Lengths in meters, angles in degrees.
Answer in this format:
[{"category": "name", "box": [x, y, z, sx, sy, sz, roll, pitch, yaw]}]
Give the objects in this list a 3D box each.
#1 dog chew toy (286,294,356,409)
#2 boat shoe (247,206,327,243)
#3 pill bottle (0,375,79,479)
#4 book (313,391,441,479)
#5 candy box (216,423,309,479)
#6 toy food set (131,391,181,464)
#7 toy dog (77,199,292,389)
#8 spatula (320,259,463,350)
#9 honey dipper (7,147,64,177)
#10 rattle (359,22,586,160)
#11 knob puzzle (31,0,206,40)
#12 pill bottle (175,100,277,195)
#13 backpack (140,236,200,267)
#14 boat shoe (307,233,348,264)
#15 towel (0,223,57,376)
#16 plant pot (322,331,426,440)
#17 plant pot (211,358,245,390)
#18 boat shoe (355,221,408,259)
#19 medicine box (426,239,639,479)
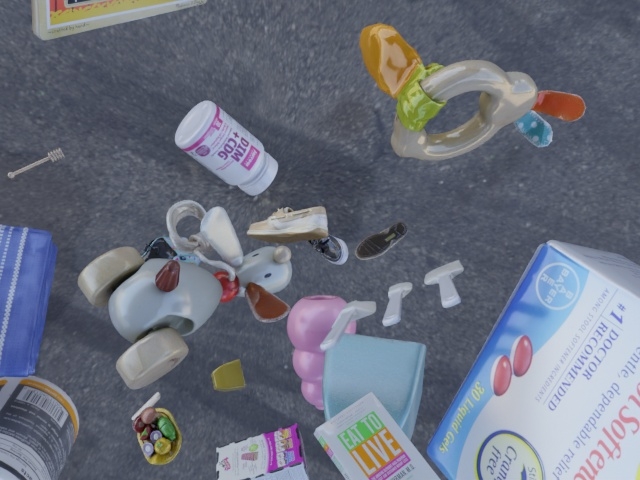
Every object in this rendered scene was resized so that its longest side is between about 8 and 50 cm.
[{"category": "dog chew toy", "box": [0.005, 0.334, 1.867, 0.206, 0.206, 0.332, -2, 92, -5]}, {"category": "boat shoe", "box": [-0.057, -0.031, 1.129, 0.170, 0.063, 0.059, -3, 73, 32]}, {"category": "pill bottle", "box": [-0.441, 0.318, 0.841, 0.162, 0.278, 0.162, -1, 112, -2]}, {"category": "book", "box": [0.071, 0.278, 0.799, 0.096, 0.035, 0.144, -24, 60, -32]}, {"category": "candy box", "box": [-0.156, 0.593, 1.673, 0.233, 0.159, 0.071, -16, 113, -2]}, {"category": "toy food set", "box": [-0.506, 0.563, 1.884, 0.128, 0.071, 0.218, -38, 55, -3]}, {"category": "toy dog", "box": [-0.145, 0.044, 0.820, 0.220, 0.334, 0.161, 44, 127, -5]}, {"category": "spatula", "box": [0.079, 0.070, 0.681, 0.168, 0.242, 0.019, -21, 92, 11]}, {"category": "honey dipper", "box": [-0.811, -0.216, 1.795, 0.160, 0.030, 0.030, -30, 97, -15]}, {"category": "rattle", "box": [0.158, -0.165, 0.671, 0.199, 0.143, 0.130, -15, 133, -12]}, {"category": "knob puzzle", "box": [-0.127, -0.248, 0.462, 0.030, 0.213, 0.213, 40, 90, 18]}, {"category": "pill bottle", "box": [-0.268, -0.263, 1.843, 0.283, 0.160, 0.160, 37, 91, -36]}, {"category": "backpack", "box": [-0.403, 0.075, 1.684, 0.144, 0.188, 0.166, 43, 104, 5]}, {"category": "boat shoe", "box": [0.000, 0.000, 1.959, 0.076, 0.228, 0.080, 12, 115, -38]}, {"category": "towel", "box": [-0.550, 0.071, 0.856, 0.336, 0.040, 0.243, 7, 51, -20]}, {"category": "plant pot", "box": [0.120, 0.409, 1.552, 0.247, 0.252, 0.247, 6, 137, 11]}, {"category": "plant pot", "box": [-0.276, 0.404, 1.857, 0.083, 0.081, 0.082, -10, 73, -19]}, {"category": "boat shoe", "box": [0.182, 0.011, 1.921, 0.190, 0.072, 0.068, -26, 81, -21]}, {"category": "medicine box", "box": [0.283, 0.185, 0.562, 0.149, 0.289, 0.264, 9, 113, -38]}]
